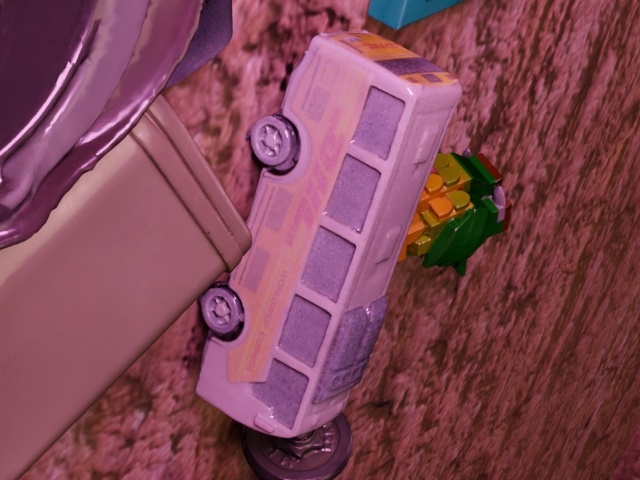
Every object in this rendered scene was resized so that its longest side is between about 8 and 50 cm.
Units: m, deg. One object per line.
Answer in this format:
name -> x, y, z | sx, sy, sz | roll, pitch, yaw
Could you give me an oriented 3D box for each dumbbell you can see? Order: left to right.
dumbbell -> -0.032, 0.251, 1.269 | 0.110, 0.110, 0.254 | -38, 154, -33

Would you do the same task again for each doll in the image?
doll -> 0.093, -0.023, 1.171 | 0.186, 0.106, 0.134 | -2, 136, -39

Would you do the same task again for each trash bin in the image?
trash bin -> -0.182, 0.021, 0.761 | 0.247, 0.121, 0.243 | -48, 151, -10

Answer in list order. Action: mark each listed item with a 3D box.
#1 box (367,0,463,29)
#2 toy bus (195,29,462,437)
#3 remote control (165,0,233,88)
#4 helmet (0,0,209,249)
box -> 0.135, -0.282, 1.031 | 0.226, 0.042, 0.161 | -31, 144, -41
toy bus -> 0.000, 0.000, 1.007 | 0.097, 0.138, 0.343 | -18, 132, -54
remote control -> -0.095, -0.251, 0.689 | 0.107, 0.044, 0.378 | -43, 151, -34
helmet -> -0.203, -0.113, 0.515 | 0.305, 0.177, 0.225 | -27, 132, -53
